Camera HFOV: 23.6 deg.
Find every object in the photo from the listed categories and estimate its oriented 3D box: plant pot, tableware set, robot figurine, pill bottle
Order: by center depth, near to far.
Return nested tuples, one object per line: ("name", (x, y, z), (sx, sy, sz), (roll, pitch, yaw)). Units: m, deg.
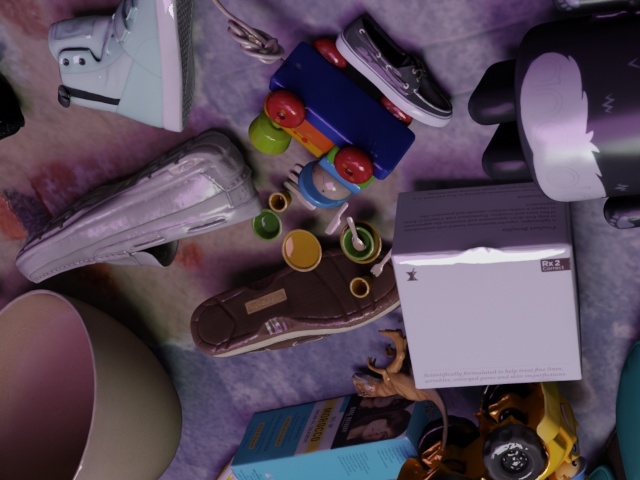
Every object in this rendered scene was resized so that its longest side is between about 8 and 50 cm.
("robot figurine", (0.282, -0.127, 1.405), (0.278, 0.174, 0.209), (-7, 154, 24))
("tableware set", (0.000, 0.000, 1.657), (0.154, 0.024, 0.104), (40, 117, 8))
("plant pot", (-0.278, 0.215, 1.837), (0.191, 0.284, 0.284), (16, 142, -42))
("pill bottle", (-0.110, 0.309, 1.968), (0.043, 0.043, 0.083), (32, 131, -6))

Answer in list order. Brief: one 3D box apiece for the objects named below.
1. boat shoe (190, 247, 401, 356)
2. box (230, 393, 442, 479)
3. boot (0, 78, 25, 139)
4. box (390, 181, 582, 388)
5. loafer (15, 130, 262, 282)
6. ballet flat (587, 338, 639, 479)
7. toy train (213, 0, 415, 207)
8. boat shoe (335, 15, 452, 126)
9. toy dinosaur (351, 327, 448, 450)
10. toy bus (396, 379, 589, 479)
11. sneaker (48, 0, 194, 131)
("boat shoe", (-0.015, 0.071, 1.732), (0.257, 0.095, 0.095), (-13, 164, 15))
("box", (0.019, 0.241, 1.831), (0.244, 0.100, 0.060), (-14, 120, 28))
("boot", (-0.417, -0.091, 1.713), (0.207, 0.094, 0.246), (-27, 159, 6))
("box", (0.176, 0.047, 1.592), (0.180, 0.119, 0.182), (-4, 126, 11))
("loafer", (-0.207, -0.012, 1.705), (0.319, 0.112, 0.111), (-23, 108, 32))
("ballet flat", (0.383, 0.262, 1.707), (0.182, 0.164, 0.483), (2, 137, -9))
("toy train", (-0.036, -0.139, 1.565), (0.248, 0.105, 0.143), (39, 147, -4))
("boat shoe", (0.079, -0.167, 1.522), (0.142, 0.049, 0.040), (37, 129, -8))
("toy dinosaur", (0.108, 0.157, 1.725), (0.064, 0.211, 0.112), (-4, 96, -25))
("toy bus", (0.220, 0.272, 1.660), (0.211, 0.149, 0.220), (42, 112, -13))
("sneaker", (-0.206, -0.223, 1.543), (0.151, 0.094, 0.256), (9, 132, 5))
